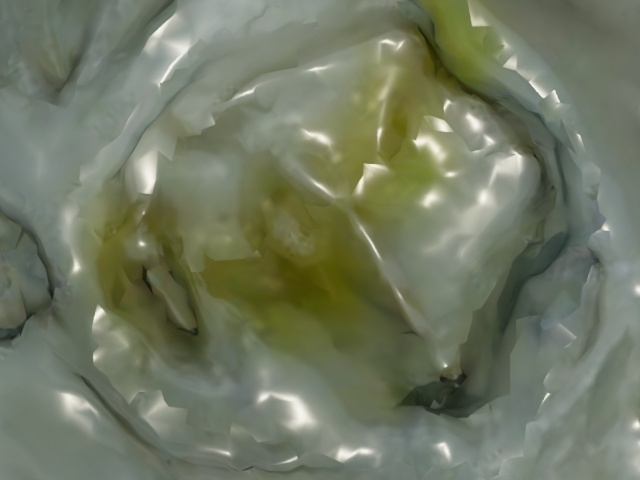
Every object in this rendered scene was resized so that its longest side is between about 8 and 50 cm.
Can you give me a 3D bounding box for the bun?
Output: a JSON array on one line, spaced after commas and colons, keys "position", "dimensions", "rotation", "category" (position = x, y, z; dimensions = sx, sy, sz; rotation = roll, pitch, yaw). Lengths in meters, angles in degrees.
[{"position": [0.000, 0.000, 0.420], "dimensions": [0.362, 0.211, 0.361], "rotation": [1, 95, 9], "category": "bun"}]
